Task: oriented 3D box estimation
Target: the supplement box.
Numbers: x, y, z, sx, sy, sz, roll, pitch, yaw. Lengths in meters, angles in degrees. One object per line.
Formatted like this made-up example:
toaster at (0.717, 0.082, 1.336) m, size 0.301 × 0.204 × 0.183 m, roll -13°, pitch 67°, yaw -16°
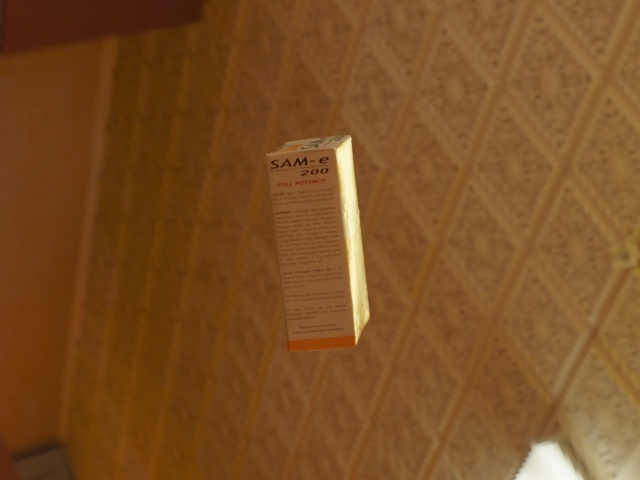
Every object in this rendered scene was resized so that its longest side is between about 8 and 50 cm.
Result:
supplement box at (0.000, 0.000, 0.767) m, size 0.062 × 0.036 × 0.098 m, roll -52°, pitch 136°, yaw -77°
